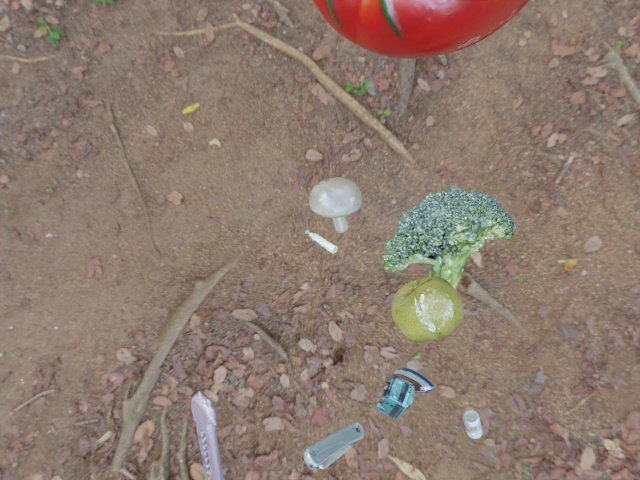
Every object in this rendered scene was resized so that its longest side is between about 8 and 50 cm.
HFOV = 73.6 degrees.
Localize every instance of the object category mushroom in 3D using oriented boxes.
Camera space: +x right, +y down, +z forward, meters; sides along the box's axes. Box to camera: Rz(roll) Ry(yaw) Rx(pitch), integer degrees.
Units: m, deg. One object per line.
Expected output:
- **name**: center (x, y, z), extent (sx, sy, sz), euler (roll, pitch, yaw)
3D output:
- **mushroom**: center (0.064, -0.133, 1.666), extent (0.208, 0.207, 0.215), euler (-15, 118, -2)

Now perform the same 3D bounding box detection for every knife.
- **knife**: center (0.048, 0.638, 1.332), extent (0.073, 0.266, 0.040), euler (47, 120, 28)
- **knife**: center (-0.262, 0.526, 1.008), extent (0.132, 0.038, 0.398), euler (16, 115, 42)

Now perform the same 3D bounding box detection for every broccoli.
- **broccoli**: center (0.421, 0.009, 1.308), extent (0.353, 0.397, 0.274), euler (-21, 47, 37)

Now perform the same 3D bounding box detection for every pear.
- **pear**: center (0.244, 0.158, 0.975), extent (0.167, 0.167, 0.136), euler (-24, 93, -3)

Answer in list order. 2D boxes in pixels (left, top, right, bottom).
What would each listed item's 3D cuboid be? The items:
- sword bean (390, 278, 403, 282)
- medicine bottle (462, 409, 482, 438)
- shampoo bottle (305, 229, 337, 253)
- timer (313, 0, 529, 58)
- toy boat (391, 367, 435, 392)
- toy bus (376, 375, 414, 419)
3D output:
- **sword bean**: center (0.333, 0.173, 1.850), extent (0.083, 0.012, 0.012), euler (17, 81, -41)
- **medicine bottle**: center (0.537, 0.648, 1.509), extent (0.057, 0.057, 0.089), euler (-23, 117, -3)
- **shampoo bottle**: center (0.000, 0.000, 1.605), extent (0.141, 0.049, 0.034), euler (34, 96, 20)
- **timer**: center (0.146, -0.452, 0.582), extent (0.279, 0.378, 0.378), euler (-31, 83, -36)
- **toy boat**: center (0.312, 0.486, 1.469), extent (0.046, 0.229, 0.080), euler (-3, 85, -18)
- **toy bus**: center (0.237, 0.496, 1.344), extent (0.092, 0.160, 0.079), euler (23, 55, 13)
